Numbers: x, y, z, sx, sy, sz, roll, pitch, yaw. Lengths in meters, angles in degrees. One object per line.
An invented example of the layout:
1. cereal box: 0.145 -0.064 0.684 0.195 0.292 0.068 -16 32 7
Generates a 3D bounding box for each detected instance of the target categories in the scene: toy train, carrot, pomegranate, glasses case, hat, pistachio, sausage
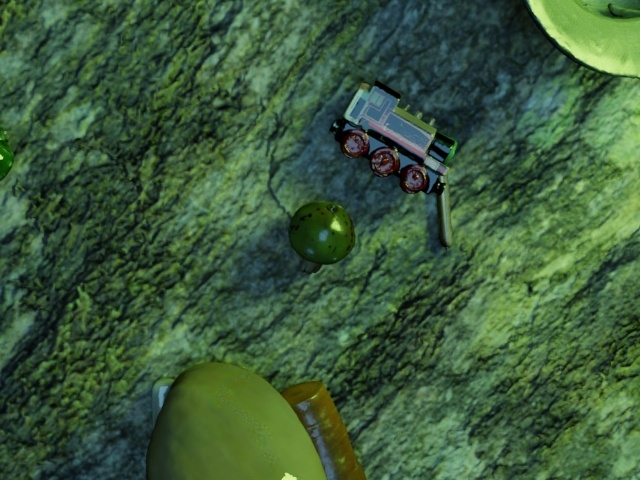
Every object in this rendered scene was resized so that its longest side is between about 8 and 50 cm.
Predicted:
1. toy train: 0.081 -0.105 1.101 0.138 0.050 0.087 31 96 -2
2. carrot: 0.007 0.252 1.142 0.087 0.087 0.194 -12 97 -4
3. pomegranate: 0.004 0.000 1.108 0.073 0.073 0.085 -18 118 -3
4. glasses case: -0.168 0.192 1.143 0.032 0.021 0.083 -3 99 -8
5. hat: 0.302 -0.291 1.056 0.257 0.130 0.257 -1 99 -6
6. pistachio: -0.081 0.258 1.058 0.181 0.162 0.293 -30 64 -1
7. sausage: 0.135 -0.038 1.140 0.015 0.015 0.100 -7 100 -5

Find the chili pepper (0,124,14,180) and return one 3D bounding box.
1. chili pepper: -0.423 -0.041 1.051 0.253 0.083 0.099 -38 110 5
